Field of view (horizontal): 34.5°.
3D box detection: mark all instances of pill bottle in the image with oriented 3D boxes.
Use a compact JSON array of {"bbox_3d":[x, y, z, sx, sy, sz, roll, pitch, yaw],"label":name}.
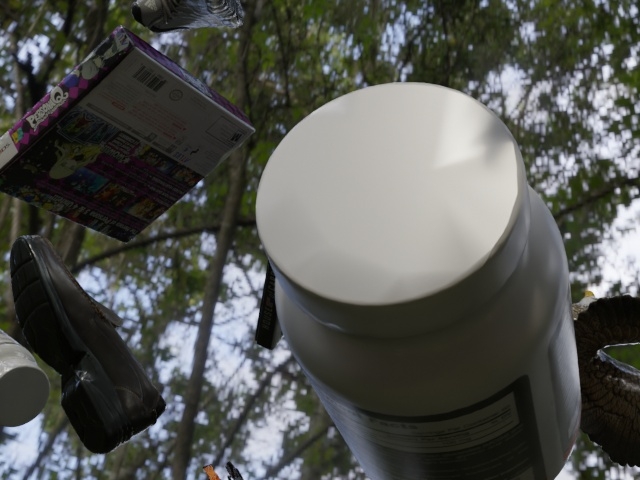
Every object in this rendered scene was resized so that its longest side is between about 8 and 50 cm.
[{"bbox_3d":[0.086,0.061,0.784,0.210,0.210,0.363,-5,-34,14],"label":"pill bottle"},{"bbox_3d":[-0.333,0.131,1.039,0.137,0.078,0.078,24,-31,44],"label":"pill bottle"}]

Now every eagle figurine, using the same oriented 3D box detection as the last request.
[{"bbox_3d":[0.347,0.129,1.271,0.298,0.225,0.226,23,-25,10],"label":"eagle figurine"}]

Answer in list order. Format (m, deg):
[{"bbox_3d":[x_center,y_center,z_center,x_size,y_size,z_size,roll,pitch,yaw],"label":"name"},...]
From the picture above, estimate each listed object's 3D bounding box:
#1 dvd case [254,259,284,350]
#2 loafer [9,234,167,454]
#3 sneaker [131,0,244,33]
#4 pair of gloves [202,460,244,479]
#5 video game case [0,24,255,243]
[{"bbox_3d":[0.000,0.000,1.261,0.029,0.238,0.179,26,-44,15],"label":"dvd case"},{"bbox_3d":[-0.173,0.070,0.757,0.062,0.061,0.170,-31,-97,48],"label":"loafer"},{"bbox_3d":[-0.179,-0.303,1.285,0.132,0.086,0.228,-12,-9,5],"label":"sneaker"},{"bbox_3d":[-0.127,0.345,1.450,0.010,0.074,0.083,-39,-22,17],"label":"pair of gloves"},{"bbox_3d":[-0.209,-0.102,1.101,0.210,0.042,0.232,-40,-29,13],"label":"video game case"}]
